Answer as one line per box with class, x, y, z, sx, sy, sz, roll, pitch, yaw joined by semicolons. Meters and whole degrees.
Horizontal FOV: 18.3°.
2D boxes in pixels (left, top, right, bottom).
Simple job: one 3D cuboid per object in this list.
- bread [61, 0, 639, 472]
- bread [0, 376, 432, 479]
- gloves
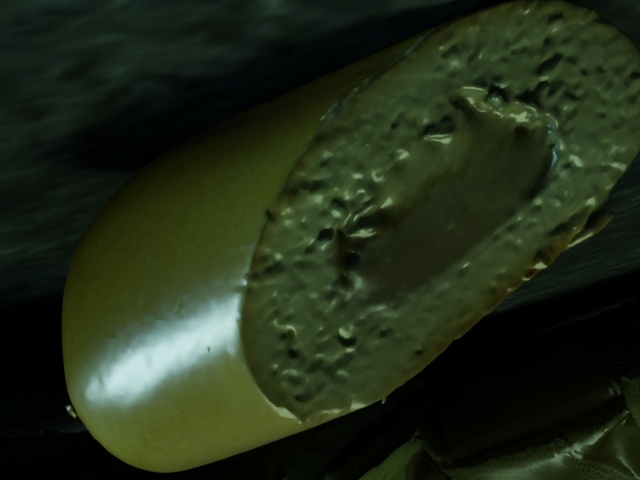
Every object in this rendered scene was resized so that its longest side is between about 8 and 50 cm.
bread;0.001;0.000;0.329;0.103;0.049;0.062;-23;-158;39
bread;-0.099;0.226;0.648;0.242;0.405;0.346;1;-163;22
gloves;0.083;0.110;0.893;0.331;0.141;0.154;-33;-172;36
